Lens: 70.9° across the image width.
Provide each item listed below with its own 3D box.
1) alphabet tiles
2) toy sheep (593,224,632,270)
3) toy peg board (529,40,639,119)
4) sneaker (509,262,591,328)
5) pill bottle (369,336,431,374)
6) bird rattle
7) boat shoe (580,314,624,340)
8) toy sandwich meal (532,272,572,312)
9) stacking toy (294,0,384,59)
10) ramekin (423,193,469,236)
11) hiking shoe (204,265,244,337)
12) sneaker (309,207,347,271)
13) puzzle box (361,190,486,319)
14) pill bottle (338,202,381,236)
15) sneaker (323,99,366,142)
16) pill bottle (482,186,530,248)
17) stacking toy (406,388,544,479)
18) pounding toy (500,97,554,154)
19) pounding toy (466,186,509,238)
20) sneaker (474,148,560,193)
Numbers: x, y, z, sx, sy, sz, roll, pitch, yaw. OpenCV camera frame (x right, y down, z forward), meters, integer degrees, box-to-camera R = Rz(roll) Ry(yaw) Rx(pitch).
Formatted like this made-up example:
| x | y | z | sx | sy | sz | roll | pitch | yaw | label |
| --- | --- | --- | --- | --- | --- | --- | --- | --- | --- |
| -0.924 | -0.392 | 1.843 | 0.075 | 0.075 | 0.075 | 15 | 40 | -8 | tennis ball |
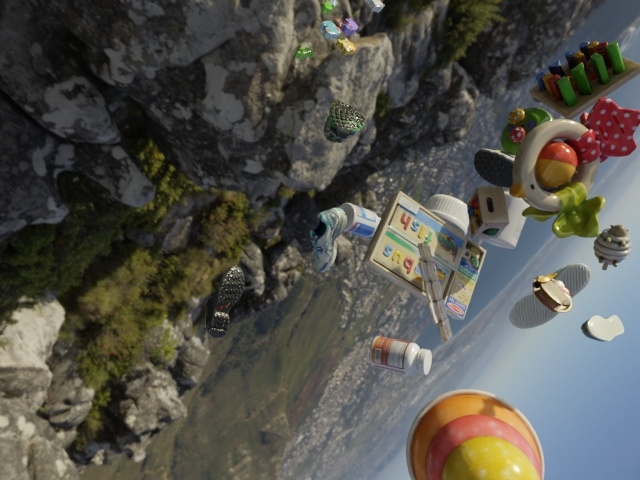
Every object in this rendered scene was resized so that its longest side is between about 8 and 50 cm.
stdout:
| x | y | z | sx | sy | sz | roll | pitch | yaw | label |
| --- | --- | --- | --- | --- | --- | --- | --- | --- | --- |
| 0.335 | 0.147 | 1.310 | 0.021 | 0.284 | 0.278 | -16 | 169 | 19 | alphabet tiles |
| 0.735 | 0.019 | 1.136 | 0.091 | 0.091 | 0.132 | -26 | 133 | -41 | toy sheep |
| 0.553 | -0.367 | 0.968 | 0.161 | 0.161 | 0.079 | -35 | 125 | 16 | toy peg board |
| 0.945 | 0.235 | 1.865 | 0.366 | 0.135 | 0.150 | -39 | 166 | 13 | sneaker |
| 0.304 | 0.442 | 1.711 | 0.121 | 0.216 | 0.121 | -13 | 105 | -58 | pill bottle |
| 0.449 | -0.135 | 0.809 | 0.206 | 0.143 | 0.254 | 12 | 108 | -18 | bird rattle |
| 1.183 | 0.378 | 1.914 | 0.304 | 0.109 | 0.091 | 2 | 156 | -37 | boat shoe |
| 0.411 | 0.090 | 0.791 | 0.085 | 0.085 | 0.029 | -29 | 155 | -37 | toy sandwich meal |
| 0.050 | -0.546 | 1.165 | 0.221 | 0.052 | 0.167 | -31 | 171 | -38 | stacking toy |
| 0.515 | -0.102 | 1.849 | 0.109 | 0.207 | 0.207 | -64 | 157 | -11 | ramekin |
| -0.316 | 0.182 | 1.408 | 0.086 | 0.114 | 0.227 | 28 | 77 | -36 | hiking shoe |
| 0.000 | 0.000 | 1.771 | 0.122 | 0.110 | 0.283 | -6 | 122 | -38 | sneaker |
| 0.357 | 0.054 | 1.504 | 0.272 | 0.408 | 0.052 | -65 | -162 | -18 | puzzle box |
| 0.176 | -0.081 | 1.965 | 0.221 | 0.124 | 0.124 | 16 | 113 | -43 | pill bottle |
| 0.081 | -0.418 | 1.666 | 0.344 | 0.134 | 0.146 | -83 | -167 | -67 | sneaker |
| 0.620 | -0.098 | 1.499 | 0.131 | 0.131 | 0.230 | 22 | 89 | -63 | pill bottle |
| 0.367 | 0.543 | 1.005 | 0.351 | 0.350 | 0.480 | -50 | 165 | 0 | stacking toy |
| 0.699 | -0.400 | 1.521 | 0.110 | 0.183 | 0.237 | 16 | 125 | -40 | pounding toy |
| 0.446 | -0.065 | 1.232 | 0.130 | 0.100 | 0.141 | 84 | 5 | -69 | pounding toy |
| 0.517 | -0.182 | 1.170 | 0.097 | 0.234 | 0.084 | -45 | 153 | -46 | sneaker |
